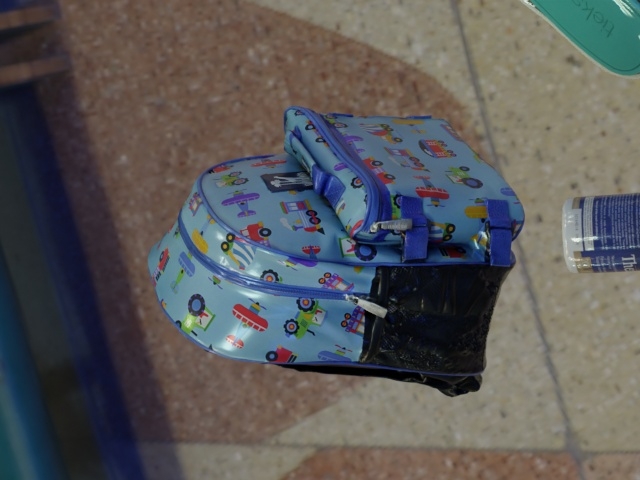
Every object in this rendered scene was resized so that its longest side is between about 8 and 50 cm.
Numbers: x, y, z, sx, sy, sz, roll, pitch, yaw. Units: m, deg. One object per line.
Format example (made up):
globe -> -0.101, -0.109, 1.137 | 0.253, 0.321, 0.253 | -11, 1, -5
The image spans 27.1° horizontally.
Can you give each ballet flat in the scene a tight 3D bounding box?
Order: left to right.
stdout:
ballet flat -> 0.198, -0.311, 1.259 | 0.400, 0.139, 0.139 | 44, 136, 11

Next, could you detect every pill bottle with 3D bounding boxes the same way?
pill bottle -> 0.268, -0.007, 1.122 | 0.120, 0.067, 0.067 | -4, 104, 19

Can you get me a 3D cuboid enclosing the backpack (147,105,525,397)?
backpack -> 0.000, 0.000, 0.713 | 0.158, 0.173, 0.117 | -118, 36, -57
